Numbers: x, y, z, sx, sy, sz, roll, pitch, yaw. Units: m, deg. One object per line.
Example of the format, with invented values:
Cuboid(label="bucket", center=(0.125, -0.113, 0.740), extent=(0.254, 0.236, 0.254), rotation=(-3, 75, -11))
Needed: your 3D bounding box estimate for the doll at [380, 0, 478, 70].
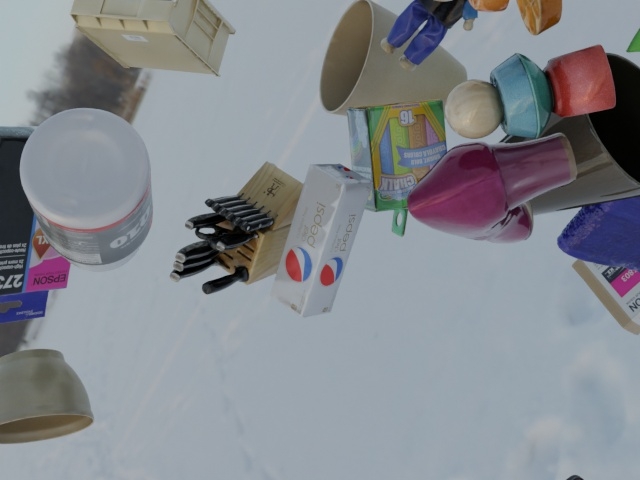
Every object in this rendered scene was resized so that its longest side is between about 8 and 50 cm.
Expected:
Cuboid(label="doll", center=(0.162, -0.336, 1.418), extent=(0.189, 0.129, 0.046), rotation=(-48, -3, 29))

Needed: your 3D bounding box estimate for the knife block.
Cuboid(label="knife block", center=(-0.111, 0.014, 1.532), extent=(0.242, 0.088, 0.276), rotation=(-50, -24, -14))

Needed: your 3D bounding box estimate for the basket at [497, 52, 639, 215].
Cuboid(label="basket", center=(0.353, -0.126, 1.376), extent=(0.154, 0.204, 0.227), rotation=(-42, 8, -31))

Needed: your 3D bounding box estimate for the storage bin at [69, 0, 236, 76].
Cuboid(label="storage bin", center=(-0.367, -0.473, 2.178), extent=(0.260, 0.262, 0.123), rotation=(39, -117, -66))

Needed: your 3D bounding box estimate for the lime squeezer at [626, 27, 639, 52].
Cuboid(label="lime squeezer", center=(0.353, -0.340, 0.950), extent=(0.059, 0.109, 0.311), rotation=(-19, -71, -55))

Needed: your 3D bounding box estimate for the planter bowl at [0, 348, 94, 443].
Cuboid(label="planter bowl", center=(-0.415, 0.220, 1.432), extent=(0.162, 0.162, 0.109), rotation=(-47, 51, 56))

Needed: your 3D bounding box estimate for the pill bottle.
Cuboid(label="pill bottle", center=(-0.312, -0.056, 1.367), extent=(0.283, 0.161, 0.161), rotation=(117, 173, -72))

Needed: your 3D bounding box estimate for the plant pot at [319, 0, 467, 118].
Cuboid(label="plant pot", center=(0.174, -0.363, 2.183), extent=(0.256, 0.274, 0.257), rotation=(-48, 34, 48))

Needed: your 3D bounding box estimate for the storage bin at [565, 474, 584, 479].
Cuboid(label="storage bin", center=(0.517, 0.534, 1.920), extent=(0.098, 0.135, 0.091), rotation=(-29, 5, -20))

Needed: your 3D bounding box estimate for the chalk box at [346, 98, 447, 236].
Cuboid(label="chalk box", center=(0.128, -0.116, 1.611), extent=(0.132, 0.132, 0.213), rotation=(-151, 54, -75))

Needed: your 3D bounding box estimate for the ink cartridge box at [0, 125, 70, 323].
Cuboid(label="ink cartridge box", center=(-0.505, -0.012, 1.690), extent=(0.069, 0.175, 0.371), rotation=(32, 115, 37))

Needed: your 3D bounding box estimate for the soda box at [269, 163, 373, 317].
Cuboid(label="soda box", center=(0.000, 0.000, 1.447), extent=(0.074, 0.069, 0.216), rotation=(32, 114, 35))

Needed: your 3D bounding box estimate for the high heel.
Cuboid(label="high heel", center=(0.168, -0.050, 1.192), extent=(0.377, 0.181, 0.127), rotation=(92, 162, -79))

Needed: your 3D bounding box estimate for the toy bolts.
Cuboid(label="toy bolts", center=(0.184, -0.212, 1.022), extent=(0.218, 0.158, 0.229), rotation=(-59, -45, -89))

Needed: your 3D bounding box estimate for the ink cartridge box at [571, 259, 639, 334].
Cuboid(label="ink cartridge box", center=(0.692, 0.053, 2.133), extent=(0.235, 0.088, 0.193), rotation=(-46, 54, 17))

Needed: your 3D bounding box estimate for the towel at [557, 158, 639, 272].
Cuboid(label="towel", center=(0.524, -0.065, 1.476), extent=(0.308, 0.227, 0.076), rotation=(122, 159, -45))
